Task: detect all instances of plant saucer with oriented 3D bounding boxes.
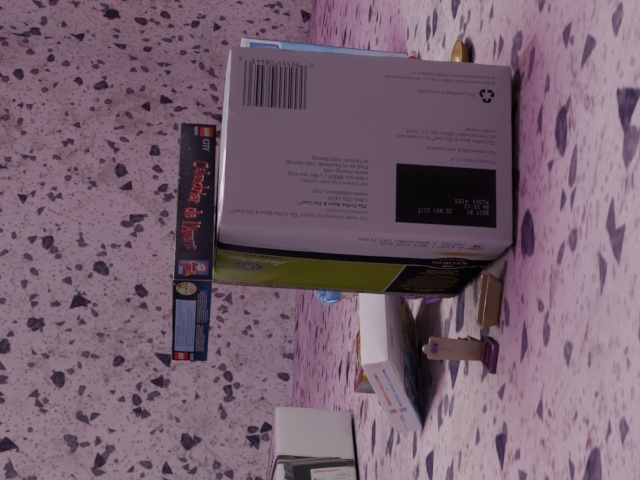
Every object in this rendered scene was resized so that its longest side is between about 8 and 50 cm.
[{"bbox_3d":[0.191,-0.235,1.609,0.083,0.015,0.083,-174,90,-84],"label":"plant saucer"}]

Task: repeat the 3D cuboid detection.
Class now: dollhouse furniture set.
[{"bbox_3d":[0.158,0.086,1.346,0.091,0.081,0.114,-119,35,-79],"label":"dollhouse furniture set"}]

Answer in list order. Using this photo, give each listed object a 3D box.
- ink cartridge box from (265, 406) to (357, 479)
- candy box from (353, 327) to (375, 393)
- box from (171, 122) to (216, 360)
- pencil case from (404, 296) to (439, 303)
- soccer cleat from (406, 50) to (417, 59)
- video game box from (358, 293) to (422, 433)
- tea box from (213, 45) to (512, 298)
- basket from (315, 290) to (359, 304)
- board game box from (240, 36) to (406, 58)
[{"bbox_3d":[-0.024,0.561,2.308,0.395,0.166,0.285,-94,11,-58],"label":"ink cartridge box"},{"bbox_3d":[0.096,0.189,2.009,0.186,0.053,0.109,113,161,-68],"label":"candy box"},{"bbox_3d":[-0.148,0.001,1.366,0.159,0.044,0.233,99,171,-51],"label":"box"},{"bbox_3d":[0.132,-0.011,1.688,0.088,0.086,0.206,55,-155,-39],"label":"pencil case"},{"bbox_3d":[0.150,-0.288,2.011,0.035,0.029,0.083,-80,3,-47],"label":"soccer cleat"},{"bbox_3d":[0.100,0.144,1.693,0.187,0.048,0.205,61,-159,-45],"label":"video game box"},{"bbox_3d":[0.038,-0.069,1.429,0.323,0.329,0.220,117,156,-74],"label":"tea box"},{"bbox_3d":[0.000,0.000,1.922,0.255,0.289,0.201,-151,58,-79],"label":"basket"},{"bbox_3d":[-0.006,-0.195,2.097,0.086,0.302,0.308,118,157,-76],"label":"board game box"}]
